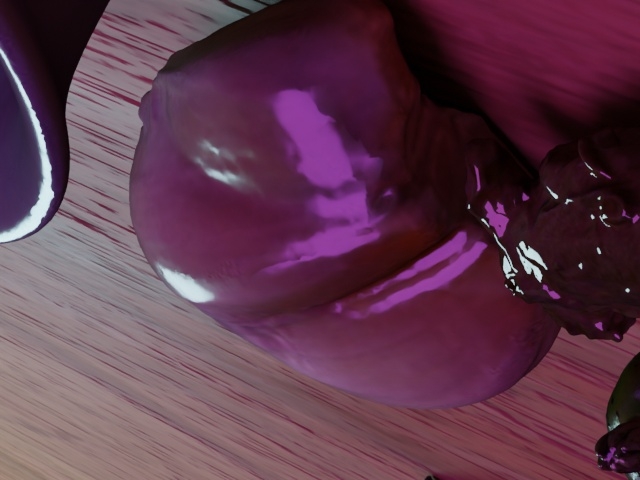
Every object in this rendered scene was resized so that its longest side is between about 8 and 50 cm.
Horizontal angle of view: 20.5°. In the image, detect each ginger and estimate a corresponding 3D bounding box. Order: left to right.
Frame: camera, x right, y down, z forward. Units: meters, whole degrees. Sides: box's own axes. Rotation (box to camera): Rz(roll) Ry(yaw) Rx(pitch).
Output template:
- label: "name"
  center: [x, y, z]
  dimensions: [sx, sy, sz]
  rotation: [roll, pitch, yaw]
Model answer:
- label: "ginger"
  center: [0.157, -0.003, 0.594]
  dimensions: [0.122, 0.084, 0.290]
  rotation: [51, 153, -17]

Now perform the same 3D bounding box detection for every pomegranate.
- label: "pomegranate"
  center: [0.154, 0.086, 0.772]
  dimensions: [0.073, 0.084, 0.073]
  rotation: [35, 152, 22]

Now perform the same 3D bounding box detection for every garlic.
- label: "garlic"
  center: [0.000, 0.000, 0.795]
  dimensions: [0.217, 0.110, 0.228]
  rotation: [41, 157, -23]

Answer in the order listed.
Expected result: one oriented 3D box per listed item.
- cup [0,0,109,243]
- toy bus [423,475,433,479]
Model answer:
- label: "cup"
  center: [-0.192, -0.171, 0.650]
  dimensions: [0.347, 0.163, 0.347]
  rotation: [30, 157, 14]
- label: "toy bus"
  center: [0.099, 0.199, 1.111]
  dimensions: [0.102, 0.052, 0.058]
  rotation: [29, 159, 20]
